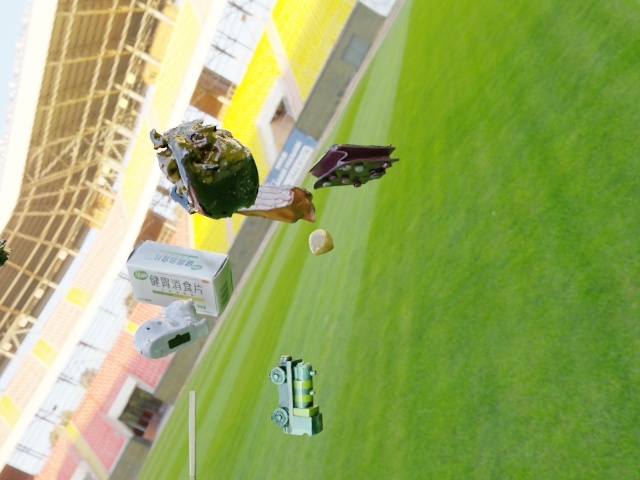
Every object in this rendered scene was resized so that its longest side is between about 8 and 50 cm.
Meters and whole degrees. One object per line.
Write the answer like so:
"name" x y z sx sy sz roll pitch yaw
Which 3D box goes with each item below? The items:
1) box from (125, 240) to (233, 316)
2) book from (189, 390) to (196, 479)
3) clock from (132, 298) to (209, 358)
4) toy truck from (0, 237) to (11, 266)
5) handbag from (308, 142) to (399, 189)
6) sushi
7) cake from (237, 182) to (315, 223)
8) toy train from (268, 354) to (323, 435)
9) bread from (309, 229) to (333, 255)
"box" -0.476 0.126 1.839 0.145 0.333 0.173 -65 -19 -53
"book" -0.327 0.536 1.393 0.242 0.018 0.170 -107 20 -51
"clock" -0.373 0.208 1.318 0.176 0.117 0.080 -22 -44 -26
"toy truck" -1.114 0.048 1.794 0.127 0.127 0.257 -53 19 8
"handbag" 0.094 -0.209 1.571 0.203 0.216 0.074 -31 67 59
"sushi" -0.246 -0.160 1.152 0.213 0.200 0.204 -52 -29 -45
"cake" -0.153 -0.115 1.523 0.135 0.287 0.098 70 -152 -72
"toy train" -0.061 0.403 1.418 0.083 0.132 0.200 0 -94 -61
"bread" 0.000 0.000 1.853 0.082 0.056 0.115 -17 29 4
